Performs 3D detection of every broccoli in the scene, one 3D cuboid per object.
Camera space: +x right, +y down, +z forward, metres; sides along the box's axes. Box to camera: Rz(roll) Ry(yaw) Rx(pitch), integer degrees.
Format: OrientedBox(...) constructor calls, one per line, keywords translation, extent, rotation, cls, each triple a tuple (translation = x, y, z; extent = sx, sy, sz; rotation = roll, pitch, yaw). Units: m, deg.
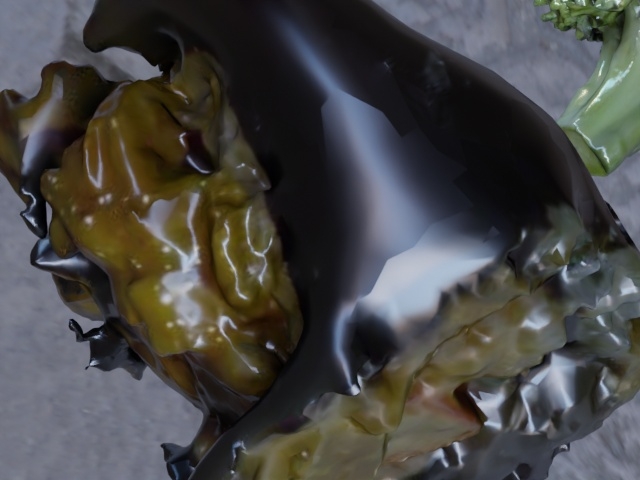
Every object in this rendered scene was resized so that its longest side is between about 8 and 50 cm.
OrientedBox(translation=(0.290, -0.153, 1.366), extent=(0.247, 0.263, 0.243), rotation=(37, 75, 9), cls="broccoli")

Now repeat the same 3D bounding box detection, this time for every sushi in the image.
OrientedBox(translation=(-0.006, 0.004, 0.634), extent=(0.200, 0.213, 0.204), rotation=(-37, 52, -1), cls="sushi")
